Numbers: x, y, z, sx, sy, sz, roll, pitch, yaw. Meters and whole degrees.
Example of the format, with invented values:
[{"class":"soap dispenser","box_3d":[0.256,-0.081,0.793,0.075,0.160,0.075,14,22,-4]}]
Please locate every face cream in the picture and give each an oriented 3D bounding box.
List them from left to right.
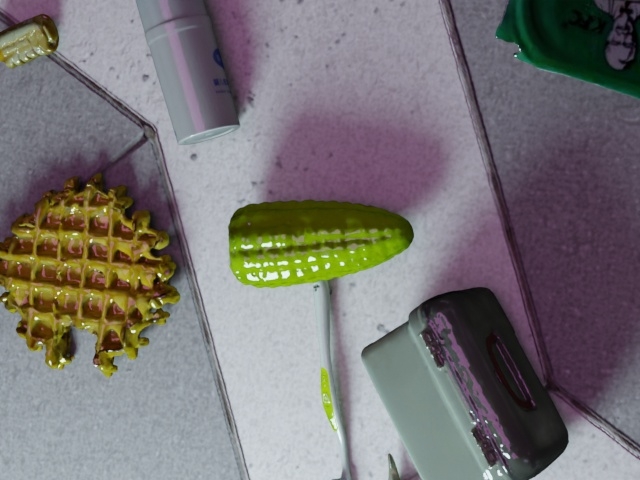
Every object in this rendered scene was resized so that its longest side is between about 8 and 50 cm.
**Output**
[{"class":"face cream","box_3d":[-0.160,-0.237,1.562,0.077,0.077,0.250,-18,88,20]}]

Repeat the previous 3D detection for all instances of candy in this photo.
[{"class":"candy","box_3d":[0.000,0.000,1.508,0.210,0.097,0.096,-5,91,17]}]

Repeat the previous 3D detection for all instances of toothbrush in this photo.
[{"class":"toothbrush","box_3d":[0.014,0.168,1.550,0.022,0.026,0.263,-5,90,53]}]

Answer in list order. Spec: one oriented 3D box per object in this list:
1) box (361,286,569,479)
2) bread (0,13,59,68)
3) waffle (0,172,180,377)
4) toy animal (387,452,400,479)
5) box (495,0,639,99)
[{"class":"box","box_3d":[0.149,0.162,1.436,0.129,0.148,0.210,-32,80,27]},{"class":"bread","box_3d":[-0.352,-0.238,1.658,0.088,0.034,0.049,-21,100,24]},{"class":"waffle","box_3d":[-0.281,0.042,1.640,0.231,0.051,0.228,-44,75,16]},{"class":"toy animal","box_3d":[0.085,0.313,1.493,0.219,0.095,0.155,-11,93,20]},{"class":"box","box_3d":[0.298,-0.317,1.336,0.106,0.264,0.336,36,110,60]}]
